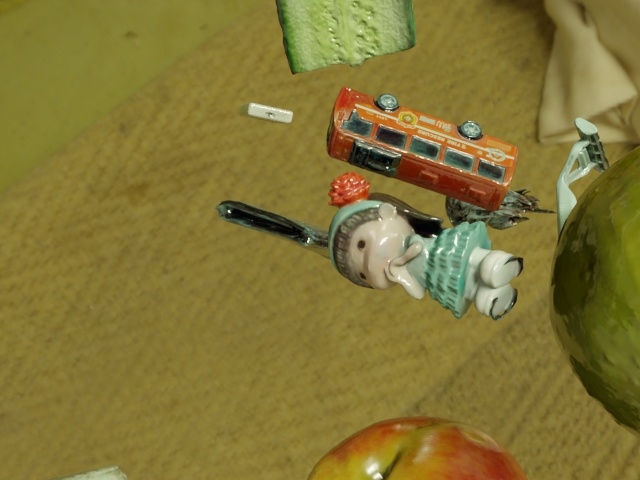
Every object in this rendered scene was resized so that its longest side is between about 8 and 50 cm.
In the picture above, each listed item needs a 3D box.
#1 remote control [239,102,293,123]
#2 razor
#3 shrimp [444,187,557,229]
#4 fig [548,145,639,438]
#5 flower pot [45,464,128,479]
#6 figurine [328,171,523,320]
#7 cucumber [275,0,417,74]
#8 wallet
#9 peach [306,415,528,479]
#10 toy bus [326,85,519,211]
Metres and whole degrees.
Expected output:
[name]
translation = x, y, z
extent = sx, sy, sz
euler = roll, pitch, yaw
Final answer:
[remote control]
translation = -0.109, -0.248, 1.934
extent = 0.088, 0.190, 0.029
euler = 11, 95, -10
[razor]
translation = 0.309, -0.001, 1.208
extent = 0.056, 0.111, 0.277
euler = 2, 68, 25
[shrimp]
translation = 0.284, -0.050, 1.579
extent = 0.090, 0.079, 0.233
euler = -22, 17, -35
[fig]
translation = 0.387, 0.067, 0.990
extent = 0.343, 0.343, 0.343
euler = -8, 61, 15
[flower pot]
translation = -0.407, 0.493, 1.627
extent = 0.190, 0.239, 0.209
euler = -22, 17, 43
[figurine]
translation = 0.116, 0.009, 1.159
extent = 0.246, 0.110, 0.137
euler = 19, 114, 33
[cucumber]
translation = 0.024, -0.206, 0.837
extent = 0.116, 0.115, 0.062
euler = -2, 36, 16
[wallet]
translation = 0.000, 0.000, 1.710
extent = 0.191, 0.379, 0.046
euler = 15, 87, 31
[peach]
translation = 0.157, 0.457, 1.501
extent = 0.388, 0.388, 0.388
euler = -8, 61, 15
[toy bus]
translation = 0.057, -0.052, 0.568
extent = 0.110, 0.031, 0.043
euler = 18, 52, 2
